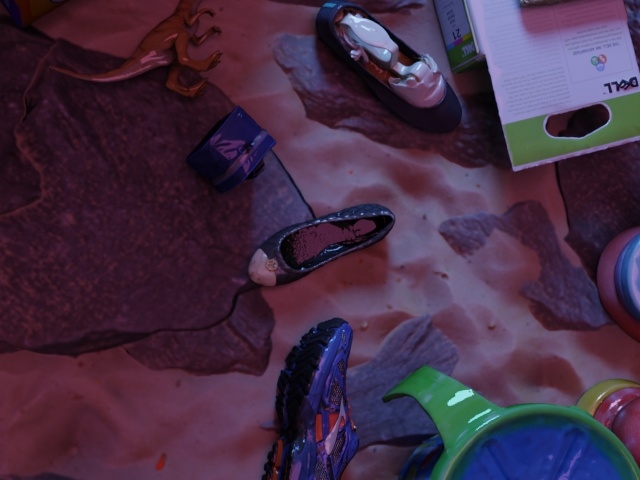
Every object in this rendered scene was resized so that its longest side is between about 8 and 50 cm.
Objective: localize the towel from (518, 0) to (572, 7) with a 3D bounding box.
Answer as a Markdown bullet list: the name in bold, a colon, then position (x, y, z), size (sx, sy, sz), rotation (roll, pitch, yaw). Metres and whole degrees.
- **towel**: position (0.270, -0.311, 1.465), size (0.148, 0.027, 0.110), rotation (-14, 90, -18)

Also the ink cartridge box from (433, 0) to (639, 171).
- **ink cartridge box**: position (0.245, -0.215, 1.514), size (0.188, 0.097, 0.255), rotation (-14, 90, -17)

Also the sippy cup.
- **sippy cup**: position (0.182, 0.280, 1.384), size (0.240, 0.224, 0.306), rotation (1, 85, -16)

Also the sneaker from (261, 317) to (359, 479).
- **sneaker**: position (0.001, 0.191, 1.427), size (0.087, 0.083, 0.221), rotation (14, 87, -27)

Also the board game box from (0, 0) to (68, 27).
- **board game box**: position (-0.235, -0.483, 1.244), size (0.356, 0.356, 0.356), rotation (-35, 86, -14)

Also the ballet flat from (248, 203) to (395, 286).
- **ballet flat**: position (0.000, 0.000, 1.450), size (0.173, 0.049, 0.058), rotation (-25, 91, -16)

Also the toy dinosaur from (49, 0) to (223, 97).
- **toy dinosaur**: position (-0.170, -0.198, 1.426), size (0.112, 0.064, 0.211), rotation (40, 66, 10)

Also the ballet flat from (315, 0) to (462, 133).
- **ballet flat**: position (0.080, -0.191, 1.480), size (0.203, 0.074, 0.074), rotation (40, 76, -9)

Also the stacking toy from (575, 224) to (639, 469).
- **stacking toy**: position (0.444, 0.133, 1.518), size (0.279, 0.130, 0.309), rotation (9, 83, -14)

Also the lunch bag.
- **lunch bag**: position (-0.089, -0.092, 1.409), size (0.065, 0.098, 0.067), rotation (42, 71, -11)
